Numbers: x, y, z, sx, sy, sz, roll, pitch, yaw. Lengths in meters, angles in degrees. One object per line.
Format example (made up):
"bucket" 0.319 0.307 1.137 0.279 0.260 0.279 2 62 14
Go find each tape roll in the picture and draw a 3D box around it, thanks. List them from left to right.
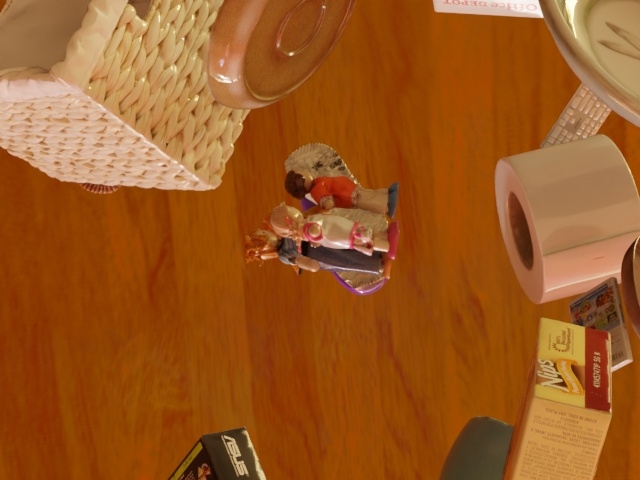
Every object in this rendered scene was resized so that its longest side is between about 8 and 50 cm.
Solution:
"tape roll" 0.397 -0.034 1.717 0.169 0.246 0.246 -14 102 -3

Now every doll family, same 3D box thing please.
"doll family" 0.000 0.000 1.212 0.163 0.263 0.118 9 106 1

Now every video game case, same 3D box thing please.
"video game case" 0.370 0.120 1.419 0.011 0.122 0.087 15 145 -27

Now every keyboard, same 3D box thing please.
"keyboard" 0.465 -0.248 1.783 0.072 0.014 0.256 24 111 -19

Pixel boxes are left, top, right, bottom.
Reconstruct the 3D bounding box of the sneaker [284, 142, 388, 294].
"sneaker" 0.042 -0.011 1.611 0.102 0.293 0.146 -22 138 -2

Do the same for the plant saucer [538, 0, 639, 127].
"plant saucer" 0.442 -0.250 1.380 0.400 0.400 0.100 23 142 -6

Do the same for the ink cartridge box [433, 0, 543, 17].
"ink cartridge box" 0.297 -0.537 1.844 0.226 0.306 0.131 8 59 18

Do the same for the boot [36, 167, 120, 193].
"boot" -0.397 -0.130 1.740 0.158 0.084 0.059 23 104 -30

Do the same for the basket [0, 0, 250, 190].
"basket" -0.259 -0.251 1.277 0.266 0.331 0.328 41 62 -46

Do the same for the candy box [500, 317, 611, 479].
"candy box" 0.250 0.269 1.200 0.087 0.183 0.317 12 115 10

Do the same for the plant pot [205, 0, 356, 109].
"plant pot" -0.028 -0.234 1.131 0.032 0.236 0.236 37 100 20

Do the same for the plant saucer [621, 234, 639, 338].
"plant saucer" 0.438 0.075 1.418 0.029 0.168 0.168 -15 105 35

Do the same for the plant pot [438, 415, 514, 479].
"plant pot" 0.304 0.470 1.813 0.195 0.290 0.290 -44 101 -22

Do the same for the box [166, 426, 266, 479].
"box" -0.076 0.265 0.796 0.045 0.184 0.191 -2 144 -35
